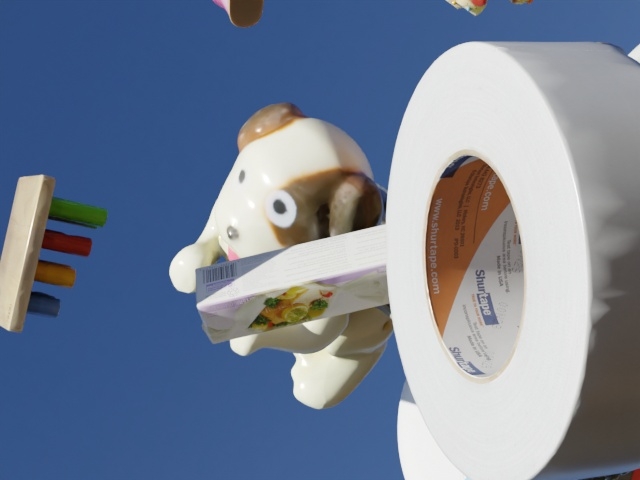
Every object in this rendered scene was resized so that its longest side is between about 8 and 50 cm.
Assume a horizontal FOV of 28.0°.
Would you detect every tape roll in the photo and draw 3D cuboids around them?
[{"bbox_3d":[0.106,0.011,0.645,0.072,0.219,0.219,-3,-63,-20],"label":"tape roll"}]

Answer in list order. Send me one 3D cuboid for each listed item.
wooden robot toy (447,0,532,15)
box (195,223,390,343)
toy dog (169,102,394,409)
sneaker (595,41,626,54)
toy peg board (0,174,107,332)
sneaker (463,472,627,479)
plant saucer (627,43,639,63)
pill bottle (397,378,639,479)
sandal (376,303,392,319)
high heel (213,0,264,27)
[{"bbox_3d":[0.231,-0.316,1.626,0.079,0.173,0.076,32,-117,-22],"label":"wooden robot toy"},{"bbox_3d":[0.027,0.035,1.371,0.323,0.067,0.063,-14,-48,4],"label":"box"},{"bbox_3d":[0.000,0.000,1.715,0.395,0.285,0.408,-31,-26,-1],"label":"toy dog"},{"bbox_3d":[0.383,-0.193,1.848,0.071,0.066,0.189,6,-81,-36],"label":"sneaker"},{"bbox_3d":[-0.289,0.018,1.371,0.079,0.161,0.161,13,-93,-21],"label":"toy peg board"},{"bbox_3d":[0.227,0.203,1.274,0.190,0.083,0.071,-14,-46,5],"label":"sneaker"},{"bbox_3d":[0.382,-0.002,0.995,0.401,0.400,0.100,-60,-25,2],"label":"plant saucer"},{"bbox_3d":[0.292,0.224,1.505,0.362,0.210,0.210,3,-67,-22],"label":"pill bottle"},{"bbox_3d":[0.108,0.094,1.368,0.072,0.180,0.049,2,-77,-28],"label":"sandal"},{"bbox_3d":[-0.074,-0.348,1.315,0.082,0.117,0.244,-5,-55,-16],"label":"high heel"}]
